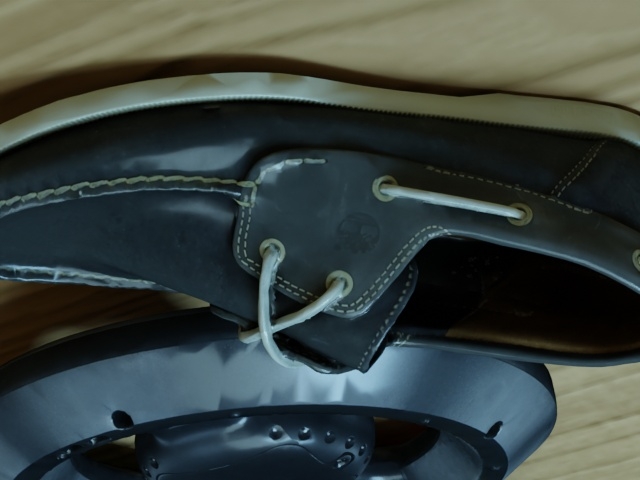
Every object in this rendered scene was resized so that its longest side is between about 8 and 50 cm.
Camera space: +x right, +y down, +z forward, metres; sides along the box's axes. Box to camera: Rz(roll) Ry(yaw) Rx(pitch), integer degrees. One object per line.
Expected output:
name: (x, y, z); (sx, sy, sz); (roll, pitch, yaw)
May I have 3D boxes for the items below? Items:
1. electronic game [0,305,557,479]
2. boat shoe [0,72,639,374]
electronic game: (-0.025, 0.074, 0.712); (0.229, 0.048, 0.229); (-5, 155, -2)
boat shoe: (0.000, 0.000, 0.576); (0.233, 0.079, 0.084); (2, 149, -8)
